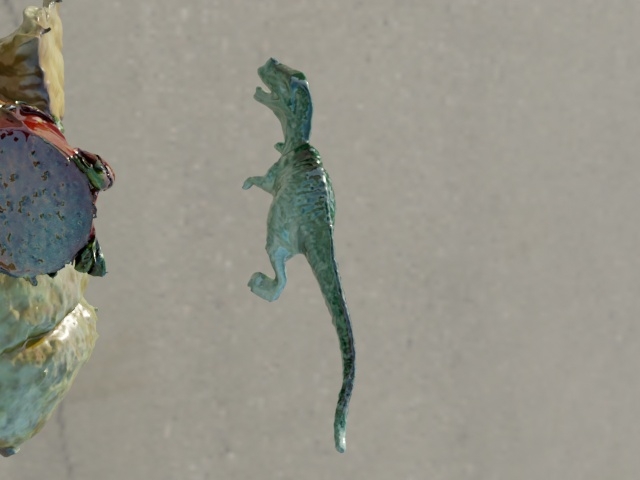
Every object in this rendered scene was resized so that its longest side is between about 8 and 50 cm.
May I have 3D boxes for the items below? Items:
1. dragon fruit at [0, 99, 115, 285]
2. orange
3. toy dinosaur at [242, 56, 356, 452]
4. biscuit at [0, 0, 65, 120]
[{"bbox_3d":[-0.231,-0.055,1.278,0.175,0.138,0.142,-110,180,-48],"label":"dragon fruit"},{"bbox_3d":[-0.335,0.000,1.510,0.368,0.210,0.271,45,7,-20],"label":"orange"},{"bbox_3d":[-0.020,0.025,1.475,0.076,0.129,0.383,-2,65,-27],"label":"toy dinosaur"},{"bbox_3d":[-0.252,-0.149,1.429,0.183,0.061,0.118,-106,-166,-74],"label":"biscuit"}]
